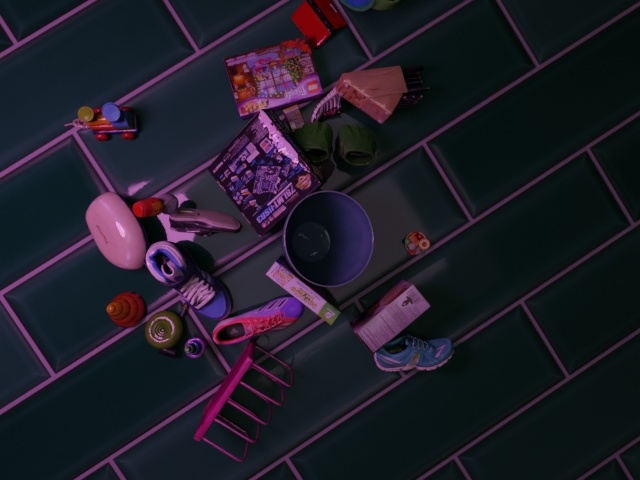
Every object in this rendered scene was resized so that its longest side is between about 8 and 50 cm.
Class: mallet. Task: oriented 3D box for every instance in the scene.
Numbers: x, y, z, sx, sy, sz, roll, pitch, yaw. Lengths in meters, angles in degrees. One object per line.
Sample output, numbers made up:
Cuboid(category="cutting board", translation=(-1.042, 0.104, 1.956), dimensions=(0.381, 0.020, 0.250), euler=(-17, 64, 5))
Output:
Cuboid(category="mallet", translation=(-0.480, 0.307, 1.422), dimensions=(0.062, 0.039, 0.190), euler=(28, 85, -2))

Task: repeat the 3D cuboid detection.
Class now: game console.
Cuboid(category="game console", translation=(-0.003, -0.761, 1.447), dimensions=(0.124, 0.085, 0.144), euler=(-40, 93, -33))

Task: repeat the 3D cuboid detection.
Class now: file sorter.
Cuboid(category="file sorter", translation=(-0.234, 0.514, 1.355), dimensions=(0.182, 0.202, 0.291), euler=(34, 89, -6))

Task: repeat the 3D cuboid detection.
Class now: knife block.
Cuboid(category="knife block", translation=(0.221, -0.534, 1.406), dimensions=(0.275, 0.088, 0.242), euler=(31, 76, -9))

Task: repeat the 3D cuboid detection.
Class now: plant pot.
Cuboid(category="plant pot", translation=(0.000, 0.000, 1.348), dimensions=(0.289, 0.195, 0.291), euler=(1, 86, -19))

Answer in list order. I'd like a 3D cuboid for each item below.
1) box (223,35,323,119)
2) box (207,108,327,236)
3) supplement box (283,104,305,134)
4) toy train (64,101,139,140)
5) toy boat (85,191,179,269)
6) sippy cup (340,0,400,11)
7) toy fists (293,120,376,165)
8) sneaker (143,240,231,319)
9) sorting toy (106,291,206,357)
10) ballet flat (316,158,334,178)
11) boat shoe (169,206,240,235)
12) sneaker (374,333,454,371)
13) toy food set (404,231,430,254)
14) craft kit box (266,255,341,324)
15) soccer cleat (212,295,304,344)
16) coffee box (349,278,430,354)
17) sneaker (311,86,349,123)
Cuboid(category="box", translation=(-0.157, -0.549, 1.418), dimensions=(0.293, 0.057, 0.201), euler=(-17, 92, -3))
Cuboid(category="box", translation=(-0.177, -0.212, 1.347), dimensions=(0.295, 0.073, 0.293), euler=(-39, 91, 27))
Cuboid(category="supplement box", translation=(-0.087, -0.412, 1.430), dimensions=(0.054, 0.043, 0.083), euler=(-23, 91, -4))
Cuboid(category="toy train", translation=(-0.733, -0.387, 1.346), dimensions=(0.247, 0.143, 0.105), euler=(-3, 90, -3))
Cuboid(category="toy boat", translation=(-0.592, -0.054, 1.337), dimensions=(0.318, 0.148, 0.268), euler=(-27, 91, 30))
Cuboid(category="sippy cup", translation=(0.161, -0.921, 1.362), dimensions=(0.224, 0.240, 0.305), euler=(-48, 131, -12))
Cuboid(category="toy fists", translation=(0.049, -0.323, 1.394), dimensions=(0.278, 0.096, 0.142), euler=(2, 57, -4))
Cuboid(category="sneaker", translation=(-0.422, 0.139, 1.320), dimensions=(0.130, 0.236, 0.323), euler=(-39, 92, -2))
Cuboid(category="sorting toy", translation=(-0.545, 0.278, 1.348), dimensions=(0.365, 0.126, 0.127), euler=(27, 81, 5))
Cuboid(category="ballet flat", translation=(-0.052, -0.185, 1.430), dimensions=(0.250, 0.084, 0.058), euler=(-48, 49, 2))
Cuboid(category="boat shoe", translation=(-0.389, -0.054, 1.412), dimensions=(0.232, 0.084, 0.079), euler=(7, 124, -9))
Cuboid(category="sneaker", translation=(0.318, 0.372, 1.410), dimensions=(0.274, 0.107, 0.110), euler=(-9, 122, -3))
Cuboid(category="toy food set", translation=(0.336, 0.010, 1.468), dimensions=(0.082, 0.020, 0.083), euler=(-39, 93, -2))
Cuboid(category="craft kit box", translation=(-0.053, 0.150, 1.335), dimensions=(0.246, 0.250, 0.061), euler=(35, 90, -2))
Cuboid(category="soccer cleat", translation=(-0.203, 0.274, 1.393), dimensions=(0.317, 0.116, 0.109), euler=(-18, 91, -3))
Cuboid(category="coffee box", translation=(0.227, 0.251, 1.405), dimensions=(0.246, 0.141, 0.098), euler=(-39, 93, -1))
Cuboid(category="sneaker", translation=(0.038, -0.450, 1.426), dimensions=(0.074, 0.063, 0.170), euler=(40, 84, 3))
